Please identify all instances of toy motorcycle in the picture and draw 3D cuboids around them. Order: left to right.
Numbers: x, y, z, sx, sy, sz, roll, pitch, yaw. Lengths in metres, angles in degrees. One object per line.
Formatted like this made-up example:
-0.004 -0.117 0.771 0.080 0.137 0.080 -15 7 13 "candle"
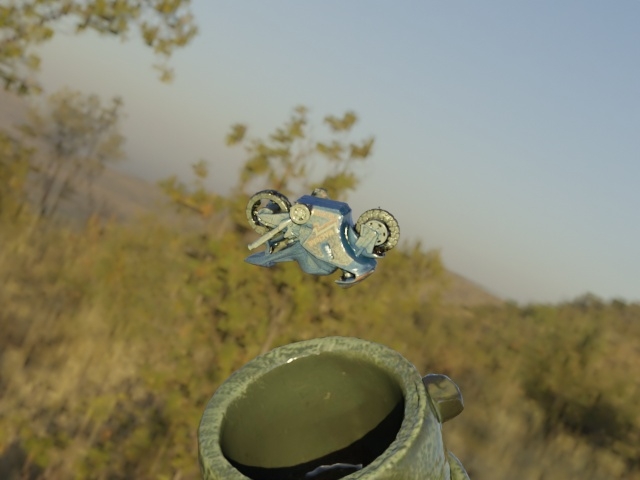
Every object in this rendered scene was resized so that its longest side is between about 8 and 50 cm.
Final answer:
0.000 0.000 1.736 0.205 0.114 0.076 10 21 19 "toy motorcycle"

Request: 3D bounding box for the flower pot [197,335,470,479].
0.026 0.266 1.462 0.299 0.299 0.283 26 -38 45 "flower pot"
